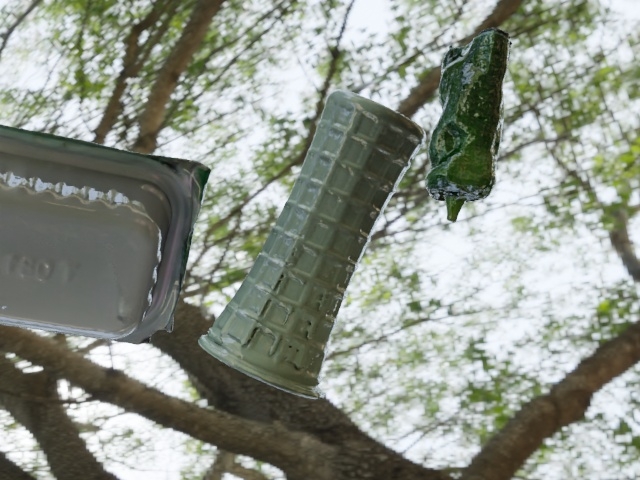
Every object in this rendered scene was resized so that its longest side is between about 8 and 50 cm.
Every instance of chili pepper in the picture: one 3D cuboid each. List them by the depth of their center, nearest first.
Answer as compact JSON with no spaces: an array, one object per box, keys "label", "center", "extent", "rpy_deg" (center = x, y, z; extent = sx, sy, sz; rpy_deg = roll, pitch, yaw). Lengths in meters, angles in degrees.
[{"label":"chili pepper","center":[0.210,-0.157,1.503],"extent":[0.099,0.136,0.270],"rpy_deg":[22,-106,-33]}]

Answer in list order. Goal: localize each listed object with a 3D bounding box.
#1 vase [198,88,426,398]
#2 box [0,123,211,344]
[{"label":"vase","center":[0.000,0.000,1.084],"extent":[0.143,0.143,0.299],"rpy_deg":[24,-89,-32]},{"label":"box","center":[-0.318,0.012,1.241],"extent":[0.337,0.106,0.264],"rpy_deg":[10,-69,-15]}]
